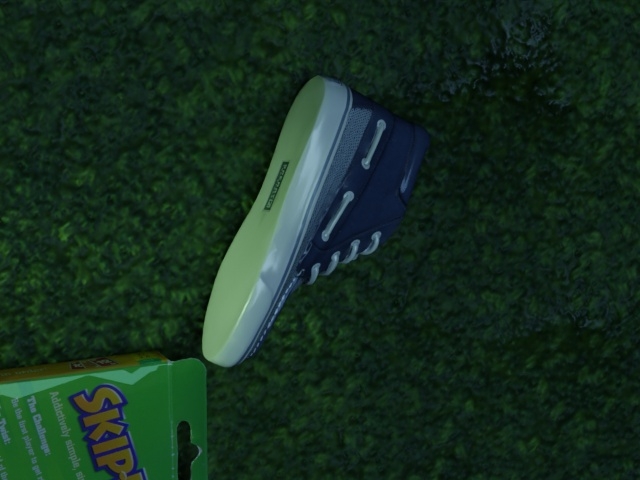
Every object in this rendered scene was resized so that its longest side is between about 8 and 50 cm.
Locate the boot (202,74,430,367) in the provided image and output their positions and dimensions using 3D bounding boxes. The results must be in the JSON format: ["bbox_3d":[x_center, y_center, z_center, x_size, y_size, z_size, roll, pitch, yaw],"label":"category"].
[{"bbox_3d":[0.000,0.000,1.156,0.086,0.069,0.190,24,90,-24],"label":"boot"}]

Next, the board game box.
[{"bbox_3d":[-0.193,0.140,1.125,0.259,0.039,0.124,-5,105,-20],"label":"board game box"}]
